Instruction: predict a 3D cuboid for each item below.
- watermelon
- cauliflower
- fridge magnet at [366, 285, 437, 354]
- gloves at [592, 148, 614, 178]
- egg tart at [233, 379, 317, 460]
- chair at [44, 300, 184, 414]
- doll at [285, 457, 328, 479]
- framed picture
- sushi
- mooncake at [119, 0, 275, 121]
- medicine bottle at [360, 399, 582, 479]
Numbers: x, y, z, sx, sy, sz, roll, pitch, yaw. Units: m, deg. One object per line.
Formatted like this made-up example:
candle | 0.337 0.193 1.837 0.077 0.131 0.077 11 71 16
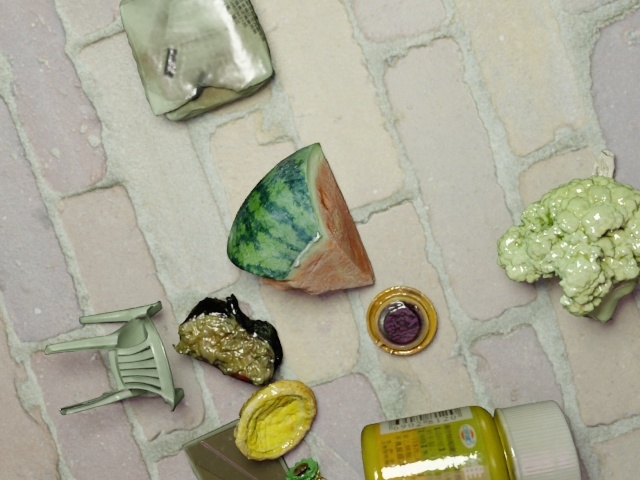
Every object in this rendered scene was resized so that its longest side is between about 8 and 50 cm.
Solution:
watermelon | -0.010 -0.036 1.367 0.292 0.283 0.251 3 114 -22
cauliflower | 0.494 0.026 1.301 0.326 0.260 0.281 -18 92 27
fridge magnet | 0.162 0.162 1.439 0.143 0.063 0.143 1 98 7
gloves | 0.549 -0.144 1.383 0.044 0.037 0.081 37 119 34
egg tart | -0.095 0.354 1.455 0.191 0.074 0.191 -14 122 -23
chair | -0.377 0.241 1.404 0.274 0.190 0.204 -13 96 15
doll | -0.026 0.511 1.508 0.078 0.076 0.113 -35 127 -20
framed picture | -0.156 0.509 1.527 0.189 0.023 0.260 -27 95 7
sushi | -0.172 0.197 1.441 0.212 0.115 0.147 31 99 0
mooncake | -0.228 -0.374 1.360 0.250 0.136 0.255 -16 101 8
medicine bottle | 0.283 0.435 1.386 0.384 0.224 0.225 -12 96 5
